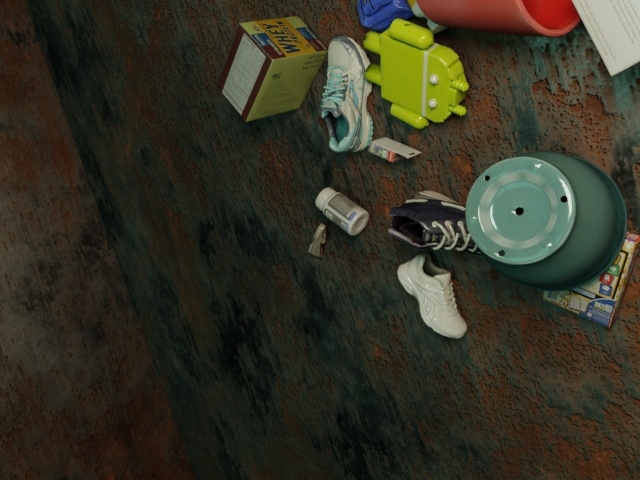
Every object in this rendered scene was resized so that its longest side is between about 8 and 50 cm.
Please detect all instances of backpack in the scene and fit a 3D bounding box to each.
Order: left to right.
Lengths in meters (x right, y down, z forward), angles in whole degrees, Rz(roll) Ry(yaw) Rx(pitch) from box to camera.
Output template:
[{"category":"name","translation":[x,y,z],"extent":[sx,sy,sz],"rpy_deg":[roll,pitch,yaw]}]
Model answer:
[{"category":"backpack","translation":[0.133,-0.518,1.331],"extent":[0.120,0.101,0.098],"rpy_deg":[-17,73,50]}]

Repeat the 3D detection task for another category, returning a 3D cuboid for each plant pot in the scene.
[{"category":"plant pot","translation":[0.308,-0.488,1.069],"extent":[0.243,0.275,0.275],"rpy_deg":[16,120,52]},{"category":"plant pot","translation":[0.393,-0.044,1.113],"extent":[0.271,0.255,0.272],"rpy_deg":[-3,84,32]}]

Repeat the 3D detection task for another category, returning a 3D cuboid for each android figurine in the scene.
[{"category":"android figurine","translation":[0.206,-0.355,1.331],"extent":[0.273,0.056,0.248],"rpy_deg":[35,152,29]}]

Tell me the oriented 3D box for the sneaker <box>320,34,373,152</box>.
[{"category":"sneaker","translation":[0.056,-0.347,1.478],"extent":[0.110,0.122,0.283],"rpy_deg":[7,114,43]}]

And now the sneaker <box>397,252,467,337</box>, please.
[{"category":"sneaker","translation":[0.289,0.131,1.503],"extent":[0.232,0.090,0.115],"rpy_deg":[53,134,11]}]

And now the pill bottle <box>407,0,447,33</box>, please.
[{"category":"pill bottle","translation":[0.217,-0.521,1.242],"extent":[0.103,0.103,0.184],"rpy_deg":[-27,88,49]}]

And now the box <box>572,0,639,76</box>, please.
[{"category":"box","translation":[0.502,-0.377,0.961],"extent":[0.119,0.182,0.181],"rpy_deg":[-28,88,51]}]

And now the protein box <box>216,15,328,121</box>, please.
[{"category":"protein box","translation":[-0.124,-0.437,1.560],"extent":[0.136,0.200,0.201],"rpy_deg":[50,137,16]}]

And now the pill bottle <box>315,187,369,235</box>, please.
[{"category":"pill bottle","translation":[0.056,-0.080,1.643],"extent":[0.137,0.078,0.078],"rpy_deg":[39,133,27]}]

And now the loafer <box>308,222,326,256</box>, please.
[{"category":"loafer","translation":[0.000,0.000,1.774],"extent":[0.039,0.045,0.125],"rpy_deg":[33,139,9]}]

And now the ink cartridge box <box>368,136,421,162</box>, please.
[{"category":"ink cartridge box","translation":[0.178,-0.211,1.465],"extent":[0.115,0.063,0.029],"rpy_deg":[30,127,33]}]

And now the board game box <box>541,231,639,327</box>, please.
[{"category":"board game box","translation":[0.542,0.059,1.235],"extent":[0.146,0.045,0.193],"rpy_deg":[26,126,36]}]

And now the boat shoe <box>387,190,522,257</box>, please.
[{"category":"boat shoe","translation":[0.308,-0.010,1.357],"extent":[0.340,0.158,0.127],"rpy_deg":[21,123,39]}]
